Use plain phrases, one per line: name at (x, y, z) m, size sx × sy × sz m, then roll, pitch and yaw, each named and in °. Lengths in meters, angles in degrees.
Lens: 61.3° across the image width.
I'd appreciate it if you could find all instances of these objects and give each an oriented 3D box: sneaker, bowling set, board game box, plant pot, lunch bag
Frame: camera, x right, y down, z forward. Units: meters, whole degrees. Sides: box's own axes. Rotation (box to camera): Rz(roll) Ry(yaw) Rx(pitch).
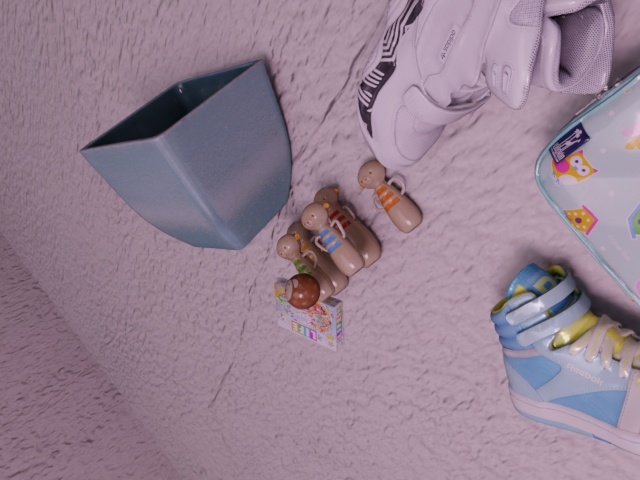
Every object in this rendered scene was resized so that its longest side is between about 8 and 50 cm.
sneaker at (0.161, -0.175, 0.581) m, size 0.210 × 0.137 × 0.366 m, roll 58°, pitch 150°, yaw 31°
bowling set at (0.000, 0.000, 0.849) m, size 0.154 × 0.199 × 0.287 m, roll 52°, pitch 133°, yaw 9°
board game box at (-0.024, 0.145, 1.067) m, size 0.154 × 0.026 × 0.104 m, roll 17°, pitch 123°, yaw 36°
plant pot at (-0.195, -0.122, 0.930) m, size 0.247 × 0.247 × 0.252 m, roll 3°, pitch 131°, yaw 42°
lunch bag at (0.371, -0.054, 0.533) m, size 0.279 × 0.107 × 0.224 m, roll 53°, pitch 137°, yaw 7°
sneaker at (0.328, 0.122, 0.631) m, size 0.319 × 0.127 × 0.208 m, roll -13°, pitch 103°, yaw 57°
